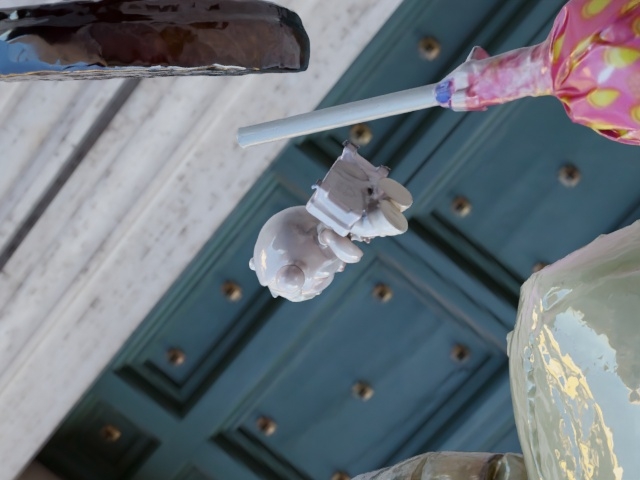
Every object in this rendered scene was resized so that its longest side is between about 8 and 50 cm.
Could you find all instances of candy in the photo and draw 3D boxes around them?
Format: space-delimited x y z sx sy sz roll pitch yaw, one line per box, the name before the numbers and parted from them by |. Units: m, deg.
candy | 0.102 -0.101 0.905 0.124 0.365 0.124 32 -128 -55

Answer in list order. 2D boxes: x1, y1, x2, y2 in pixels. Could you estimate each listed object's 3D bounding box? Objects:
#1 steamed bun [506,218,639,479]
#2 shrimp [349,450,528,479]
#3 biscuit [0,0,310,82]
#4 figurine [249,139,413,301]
steamed bun | 0.172 0.096 0.527 0.152 0.169 0.239 73 -178 -76
shrimp | 0.070 0.188 0.808 0.178 0.289 0.075 33 -136 -30
biscuit | -0.214 -0.228 1.518 0.407 0.091 0.407 -3 -173 0
figurine | -0.009 -0.002 1.761 0.144 0.257 0.182 27 -137 -20
